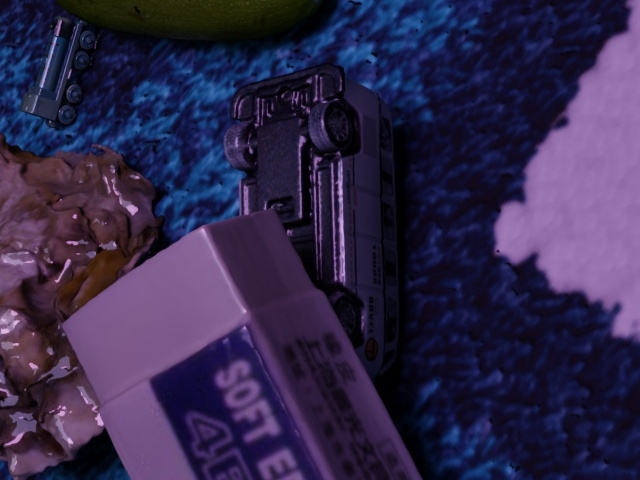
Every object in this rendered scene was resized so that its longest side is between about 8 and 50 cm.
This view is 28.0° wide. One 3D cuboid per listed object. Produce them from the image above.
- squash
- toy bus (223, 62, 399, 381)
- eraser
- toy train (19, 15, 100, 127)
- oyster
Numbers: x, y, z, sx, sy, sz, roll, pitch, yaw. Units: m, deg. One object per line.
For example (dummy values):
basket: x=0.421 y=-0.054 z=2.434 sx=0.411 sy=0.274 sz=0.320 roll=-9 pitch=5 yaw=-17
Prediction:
squash: x=-0.112 y=-0.188 z=0.933 sx=0.292 sy=0.082 sz=0.082 roll=13 pitch=85 yaw=44
toy bus: x=0.000 y=0.000 z=0.760 sx=0.087 sy=0.089 sz=0.194 roll=-10 pitch=76 yaw=36
eraser: x=-0.021 y=0.134 z=0.678 sx=0.124 sy=0.081 sz=0.279 roll=-33 pitch=81 yaw=32
toy train: x=-0.210 y=-0.137 z=1.031 sx=0.029 sy=0.045 sz=0.092 roll=16 pitch=90 yaw=42
oyster: x=-0.221 y=0.029 z=0.938 sx=0.238 sy=0.114 sz=0.351 roll=-51 pitch=49 yaw=17
